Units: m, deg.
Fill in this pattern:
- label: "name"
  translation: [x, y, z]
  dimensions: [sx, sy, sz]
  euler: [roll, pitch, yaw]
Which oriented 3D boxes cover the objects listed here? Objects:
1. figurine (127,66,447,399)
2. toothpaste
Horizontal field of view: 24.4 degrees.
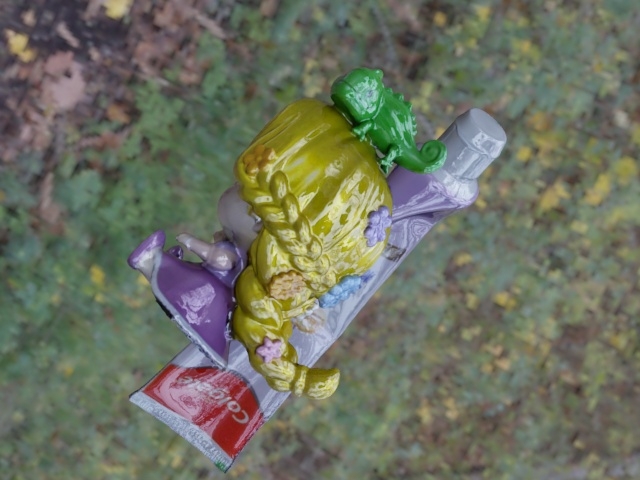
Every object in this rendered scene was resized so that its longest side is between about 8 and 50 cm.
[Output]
- label: "figurine"
  translation: [0.000, 0.000, 0.714]
  dimensions: [0.156, 0.115, 0.095]
  euler: [-44, 171, -2]
- label: "toothpaste"
  translation: [0.000, 0.031, 0.885]
  dimensions: [0.075, 0.048, 0.301]
  euler: [26, 123, -30]
